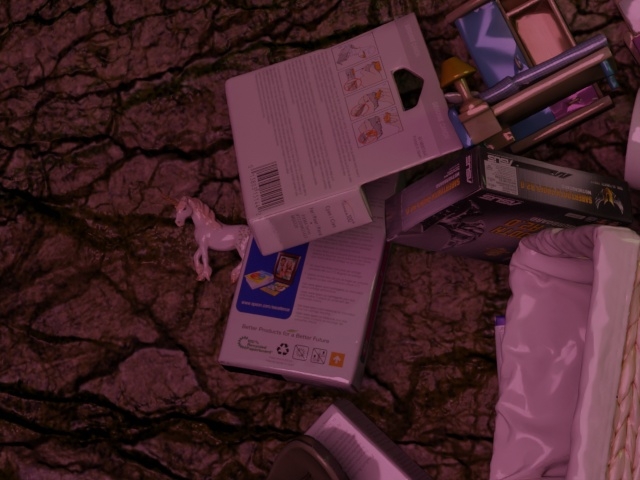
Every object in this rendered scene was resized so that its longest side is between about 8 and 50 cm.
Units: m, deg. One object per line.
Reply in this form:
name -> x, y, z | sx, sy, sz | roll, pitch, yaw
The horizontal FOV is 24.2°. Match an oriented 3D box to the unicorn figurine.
unicorn figurine -> -0.137, 0.001, 1.975 | 0.162, 0.060, 0.111 | 6, 90, 0

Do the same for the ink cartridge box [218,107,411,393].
ink cartridge box -> 0.000, 0.000, 1.900 | 0.176, 0.069, 0.371 | 9, 76, 16

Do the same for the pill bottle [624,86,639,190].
pill bottle -> 0.496, -0.105, 1.745 | 0.265, 0.153, 0.153 | 8, 91, 17

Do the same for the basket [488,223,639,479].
basket -> 0.351, 0.161, 1.600 | 0.266, 0.328, 0.331 | 7, 87, -7

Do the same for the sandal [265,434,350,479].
sandal -> -0.055, 0.350, 1.858 | 0.120, 0.086, 0.303 | 47, 132, 8

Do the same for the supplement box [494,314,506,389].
supplement box -> 0.280, 0.198, 1.820 | 0.111, 0.114, 0.220 | -4, 87, 15

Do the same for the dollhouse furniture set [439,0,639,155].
dollhouse furniture set -> 0.269, -0.247, 1.734 | 0.286, 0.303, 0.198 | -28, 83, 13

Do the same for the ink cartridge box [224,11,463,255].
ink cartridge box -> 0.026, -0.133, 1.806 | 0.261, 0.066, 0.296 | -18, 40, 5

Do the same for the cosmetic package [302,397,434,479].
cosmetic package -> 0.069, 0.320, 1.892 | 0.231, 0.085, 0.117 | 44, 101, 11

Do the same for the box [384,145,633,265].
box -> 0.219, -0.033, 1.749 | 0.183, 0.231, 0.056 | -31, 55, 50
